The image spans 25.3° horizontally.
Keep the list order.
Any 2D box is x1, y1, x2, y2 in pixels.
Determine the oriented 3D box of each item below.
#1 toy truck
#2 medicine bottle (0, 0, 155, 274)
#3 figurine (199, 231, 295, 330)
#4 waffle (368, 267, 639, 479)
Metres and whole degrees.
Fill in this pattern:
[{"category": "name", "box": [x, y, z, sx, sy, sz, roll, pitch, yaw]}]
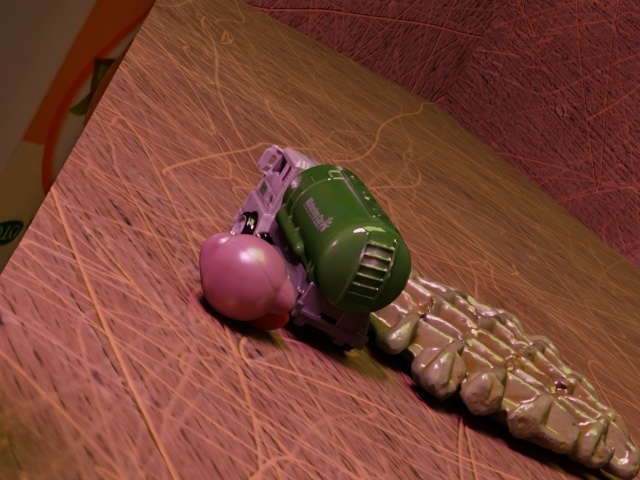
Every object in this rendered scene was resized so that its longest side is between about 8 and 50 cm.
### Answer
[{"category": "toy truck", "box": [0.000, 0.000, 1.239, 0.101, 0.125, 0.242, 26, 13, -22]}, {"category": "medicine bottle", "box": [-0.183, -0.086, 0.670, 0.158, 0.318, 0.158, 30, 14, -8]}, {"category": "figurine", "box": [-0.057, 0.031, 1.109, 0.083, 0.071, 0.067, 27, 53, 11]}, {"category": "waffle", "box": [0.156, 0.110, 1.352, 0.309, 0.056, 0.292, 24, 15, -28]}]
